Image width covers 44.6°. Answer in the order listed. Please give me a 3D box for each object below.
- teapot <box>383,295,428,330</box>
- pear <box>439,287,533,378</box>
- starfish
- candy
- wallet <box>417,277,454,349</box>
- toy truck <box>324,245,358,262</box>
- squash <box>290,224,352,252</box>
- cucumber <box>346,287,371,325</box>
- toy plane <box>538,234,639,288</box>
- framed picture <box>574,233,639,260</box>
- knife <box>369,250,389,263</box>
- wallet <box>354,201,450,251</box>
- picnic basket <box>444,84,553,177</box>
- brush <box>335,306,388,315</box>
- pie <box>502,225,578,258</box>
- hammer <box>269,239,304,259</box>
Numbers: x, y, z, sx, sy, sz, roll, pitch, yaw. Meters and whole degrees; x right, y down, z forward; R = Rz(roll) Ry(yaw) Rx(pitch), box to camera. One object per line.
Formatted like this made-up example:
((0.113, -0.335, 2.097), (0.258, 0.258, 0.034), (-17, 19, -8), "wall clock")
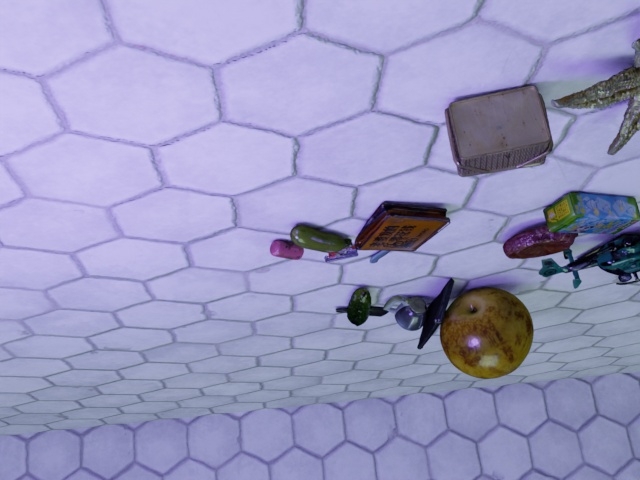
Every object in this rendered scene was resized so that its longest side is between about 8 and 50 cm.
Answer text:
((0.260, 0.208, 2.291), (0.124, 0.092, 0.090), (-4, 145, -21), "teapot")
((0.486, 0.273, 2.270), (0.281, 0.280, 0.280), (-6, 158, -2), "pear")
((0.546, -0.257, 1.219), (0.347, 0.078, 0.358), (-16, 157, 23), "starfish")
((0.612, -0.059, 1.757), (0.195, 0.062, 0.097), (2, 156, -23), "candy")
((0.332, 0.216, 2.264), (0.030, 0.146, 0.285), (22, 157, 4), "wallet")
((0.049, 0.031, 1.859), (0.083, 0.032, 0.024), (-9, 162, 10), "toy truck")
((0.000, 0.000, 1.749), (0.052, 0.052, 0.183), (-24, 155, 37), "squash")
((0.113, 0.188, 2.230), (0.069, 0.069, 0.227), (-4, 153, -6), "cucumber")
((0.743, 0.040, 1.969), (0.382, 0.106, 0.155), (-14, 147, 12), "toy plane")
((0.815, 0.022, 2.087), (0.199, 0.010, 0.195), (3, 156, -23), "framed picture")
((0.178, 0.012, 1.871), (0.028, 0.015, 0.210), (13, 151, -26), "knife")
((0.177, -0.020, 1.733), (0.161, 0.042, 0.195), (6, 153, -19), "wallet")
((0.294, -0.179, 1.293), (0.164, 0.115, 0.079), (-9, 160, 7), "picnic basket")
((0.125, 0.215, 2.358), (0.193, 0.016, 0.063), (7, 148, -30), "brush")
((0.536, 0.002, 1.899), (0.182, 0.049, 0.182), (-8, 163, -3), "pie")
((-0.078, 0.022, 1.791), (0.083, 0.043, 0.043), (9, 154, -38), "hammer")
